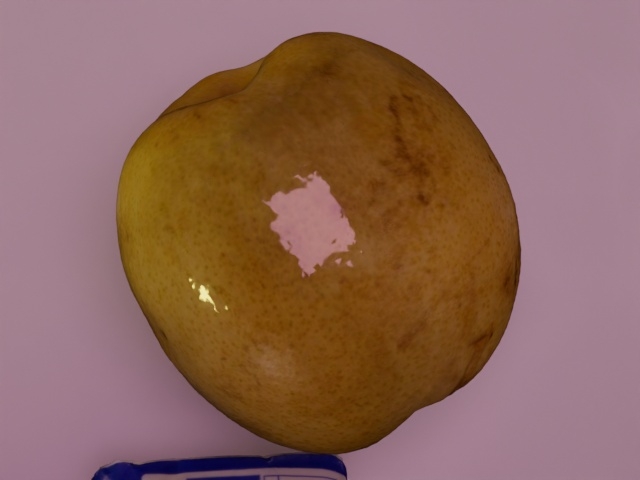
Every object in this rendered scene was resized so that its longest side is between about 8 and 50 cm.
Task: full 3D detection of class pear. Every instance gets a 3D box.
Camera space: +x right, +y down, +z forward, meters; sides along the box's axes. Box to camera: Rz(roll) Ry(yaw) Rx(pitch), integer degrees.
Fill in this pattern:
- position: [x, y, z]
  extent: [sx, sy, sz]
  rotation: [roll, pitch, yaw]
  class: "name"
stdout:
- position: [0.000, 0.000, 1.178]
  extent: [0.314, 0.314, 0.314]
  rotation: [1, 81, -9]
  class: "pear"

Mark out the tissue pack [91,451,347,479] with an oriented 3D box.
- position: [-0.069, 0.301, 1.151]
  extent: [0.209, 0.137, 0.269]
  rotation: [-4, 47, -7]
  class: "tissue pack"
